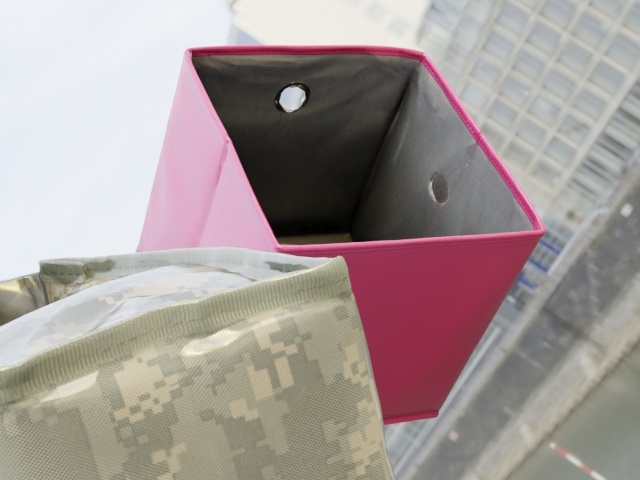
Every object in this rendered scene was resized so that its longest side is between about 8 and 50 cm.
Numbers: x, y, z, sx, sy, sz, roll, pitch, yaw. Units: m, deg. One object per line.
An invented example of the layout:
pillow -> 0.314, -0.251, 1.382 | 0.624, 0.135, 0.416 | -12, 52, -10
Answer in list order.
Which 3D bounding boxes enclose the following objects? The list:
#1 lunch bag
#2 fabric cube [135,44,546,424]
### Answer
lunch bag -> -0.082, 0.129, 0.529 | 0.169, 0.235, 0.287 | -17, 9, -26
fabric cube -> 0.000, 0.000, 1.056 | 0.254, 0.259, 0.258 | -5, -42, -26
